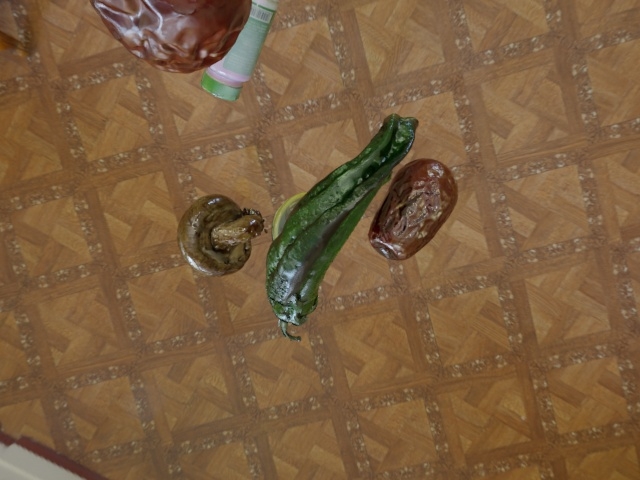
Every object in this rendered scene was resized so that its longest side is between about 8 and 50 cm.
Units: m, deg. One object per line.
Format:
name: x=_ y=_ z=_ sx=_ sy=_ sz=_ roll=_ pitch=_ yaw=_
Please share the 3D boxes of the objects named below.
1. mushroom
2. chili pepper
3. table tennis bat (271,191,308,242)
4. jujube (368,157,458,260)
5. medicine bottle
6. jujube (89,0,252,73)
mushroom: x=-0.307 y=-0.017 z=1.354 sx=0.283 sy=0.195 sz=0.263 roll=-13 pitch=104 yaw=-30
chili pepper: x=0.000 y=0.000 z=0.420 sx=0.065 sy=0.122 sz=0.278 roll=41 pitch=113 yaw=22
table tennis bat: x=0.014 y=-0.073 z=1.280 sx=0.368 sy=0.054 sz=0.224 roll=-47 pitch=108 yaw=-19
jujube: x=0.272 y=-0.092 z=1.290 sx=0.223 sy=0.223 sz=0.318 roll=37 pitch=74 yaw=-2
medicine bottle: x=-0.215 y=-0.503 z=1.117 sx=0.134 sy=0.133 sz=0.274 roll=29 pitch=118 yaw=-1
jujube: x=-0.165 y=-0.280 z=0.489 sx=0.174 sy=0.250 sz=0.174 roll=-3 pitch=106 yaw=-10
